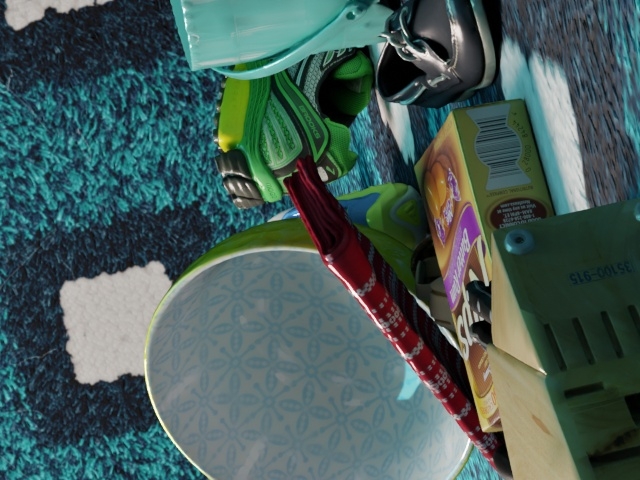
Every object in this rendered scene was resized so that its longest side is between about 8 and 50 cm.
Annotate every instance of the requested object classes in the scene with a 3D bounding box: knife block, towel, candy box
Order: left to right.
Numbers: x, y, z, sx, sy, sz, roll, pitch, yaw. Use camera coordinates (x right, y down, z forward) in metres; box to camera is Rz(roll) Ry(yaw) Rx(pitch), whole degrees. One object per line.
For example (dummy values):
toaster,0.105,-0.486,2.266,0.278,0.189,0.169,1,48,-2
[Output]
towel,0.073,0.069,1.440,0.275,0.031,0.199,51,-175,-22
candy box,0.114,0.018,1.239,0.109,0.053,0.186,120,137,-70
knife block,0.144,0.108,0.977,0.242,0.088,0.275,82,174,-49

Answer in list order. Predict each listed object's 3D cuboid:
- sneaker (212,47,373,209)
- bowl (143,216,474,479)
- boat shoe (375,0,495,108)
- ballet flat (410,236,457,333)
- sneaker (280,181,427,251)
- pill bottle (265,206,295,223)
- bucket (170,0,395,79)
sneaker,-0.012,-0.175,1.965,0.134,0.146,0.343,67,-160,-50
bowl,0.008,0.084,1.683,0.156,0.289,0.289,-65,-29,-54
boat shoe,0.074,-0.129,1.327,0.206,0.065,0.075,106,152,-80
ballet flat,0.104,0.039,1.388,0.206,0.067,0.073,-129,31,-78
sneaker,0.000,0.000,1.828,0.240,0.126,0.091,140,122,-62
pill bottle,0.015,0.102,2.117,0.152,0.152,0.272,86,170,-61
bucket,-0.051,-0.280,1.716,0.281,0.183,0.281,168,90,-85
